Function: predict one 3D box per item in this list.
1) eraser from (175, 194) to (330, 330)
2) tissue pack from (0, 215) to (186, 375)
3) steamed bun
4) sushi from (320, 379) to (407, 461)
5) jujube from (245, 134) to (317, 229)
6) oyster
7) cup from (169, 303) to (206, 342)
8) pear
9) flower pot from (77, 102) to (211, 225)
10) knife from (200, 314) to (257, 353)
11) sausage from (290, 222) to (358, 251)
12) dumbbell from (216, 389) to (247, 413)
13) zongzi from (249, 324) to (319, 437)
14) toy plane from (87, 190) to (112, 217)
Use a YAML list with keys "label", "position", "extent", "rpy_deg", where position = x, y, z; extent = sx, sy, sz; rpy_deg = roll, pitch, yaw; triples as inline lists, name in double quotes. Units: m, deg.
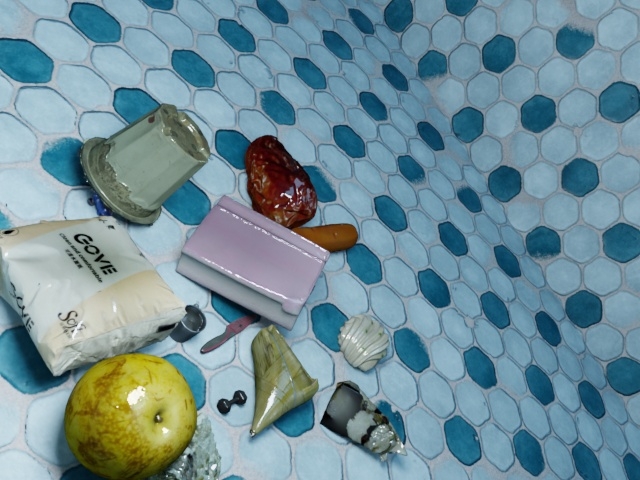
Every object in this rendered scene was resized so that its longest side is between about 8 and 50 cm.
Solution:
- label: "eraser"
  position: [-0.179, 0.056, 2.061]
  extent: [0.359, 0.122, 0.272]
  rpy_deg: [28, 41, 2]
- label: "tissue pack"
  position: [-0.543, 0.108, 1.691]
  extent: [0.375, 0.195, 0.390]
  rpy_deg: [48, 35, 19]
- label: "steamed bun"
  position: [0.139, 0.307, 2.276]
  extent: [0.183, 0.106, 0.182]
  rpy_deg: [28, 42, -29]
- label: "sushi"
  position: [0.135, 0.511, 2.104]
  extent: [0.273, 0.134, 0.109]
  rpy_deg: [34, 8, -7]
- label: "jujube"
  position: [-0.137, -0.186, 2.340]
  extent: [0.216, 0.216, 0.342]
  rpy_deg: [12, 44, -39]
- label: "oyster"
  position: [-0.299, 0.520, 1.652]
  extent: [0.199, 0.112, 0.267]
  rpy_deg: [5, 54, -44]
- label: "cup"
  position: [-0.340, 0.207, 1.893]
  extent: [0.078, 0.077, 0.100]
  rpy_deg: [38, 40, -17]
- label: "pear"
  position: [-0.397, 0.365, 1.545]
  extent: [0.281, 0.281, 0.280]
  rpy_deg: [26, 44, -29]
- label: "flower pot"
  position: [-0.447, -0.218, 1.941]
  extent: [0.290, 0.259, 0.290]
  rpy_deg: [45, 23, -26]
- label: "knife"
  position: [-0.248, 0.248, 2.006]
  extent: [0.035, 0.018, 0.247]
  rpy_deg: [51, 35, 5]
- label: "sausage"
  position: [0.000, 0.000, 2.393]
  extent: [0.349, 0.097, 0.094]
  rpy_deg: [-9, 60, -48]
- label: "dumbbell"
  position: [-0.225, 0.409, 1.877]
  extent: [0.083, 0.036, 0.040]
  rpy_deg: [-18, 74, -50]
- label: "zongzi"
  position: [-0.153, 0.367, 1.942]
  extent: [0.256, 0.115, 0.228]
  rpy_deg: [-28, 78, -41]
- label: "toy plane"
  position: [-0.582, -0.125, 1.951]
  extent: [0.167, 0.054, 0.062]
  rpy_deg: [65, 15, 16]
